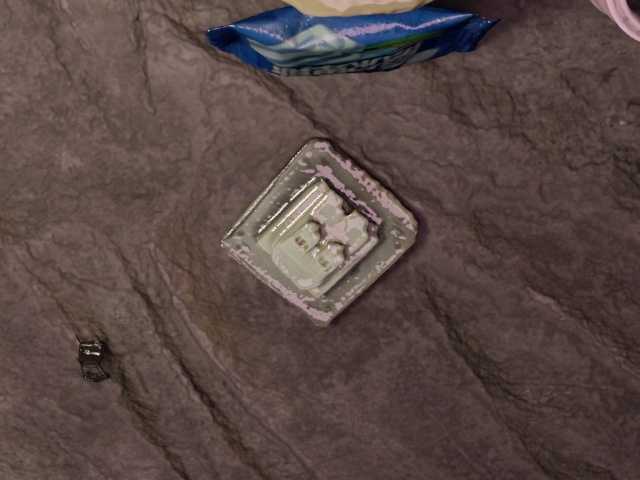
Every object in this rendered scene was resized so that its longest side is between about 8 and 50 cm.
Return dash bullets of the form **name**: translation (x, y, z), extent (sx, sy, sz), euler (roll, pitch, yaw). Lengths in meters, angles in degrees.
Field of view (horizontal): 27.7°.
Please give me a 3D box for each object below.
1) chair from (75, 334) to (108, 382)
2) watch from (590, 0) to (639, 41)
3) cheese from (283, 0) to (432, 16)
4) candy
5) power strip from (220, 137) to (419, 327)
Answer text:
- **chair**: translation (-0.317, 0.160, 1.796), extent (0.037, 0.042, 0.086), euler (0, 150, 3)
- **watch**: translation (0.376, -0.319, 1.483), extent (0.248, 0.211, 0.217), euler (-33, 118, 6)
- **cheese**: translation (0.047, -0.381, 1.341), extent (0.326, 0.115, 0.318), euler (-41, 110, 10)
- **candy**: translation (0.036, -0.241, 1.533), extent (0.331, 0.187, 0.077), euler (-4, 89, 0)
- **power strip**: translation (0.000, 0.000, 1.696), extent (0.198, 0.064, 0.213), euler (38, 111, -12)
